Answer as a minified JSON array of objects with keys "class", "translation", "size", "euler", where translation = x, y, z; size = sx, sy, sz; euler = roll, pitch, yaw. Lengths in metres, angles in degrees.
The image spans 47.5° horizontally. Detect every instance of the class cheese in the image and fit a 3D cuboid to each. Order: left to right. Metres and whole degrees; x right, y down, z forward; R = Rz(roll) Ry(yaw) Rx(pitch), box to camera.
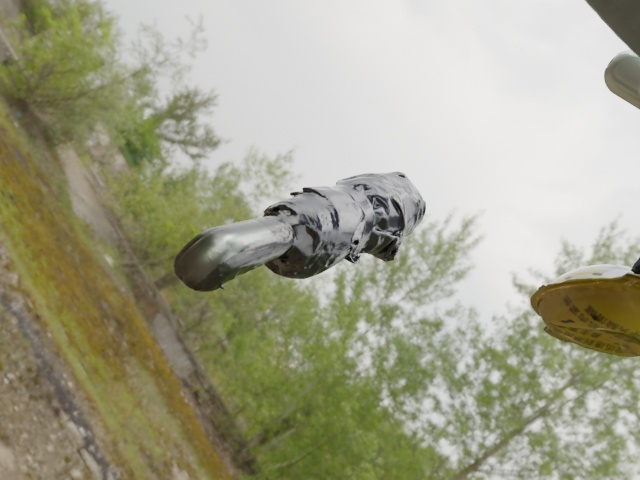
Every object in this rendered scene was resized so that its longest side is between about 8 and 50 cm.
[{"class":"cheese","translation":[0.279,0.053,0.636],"size":[0.156,0.064,0.250],"euler":[16,-22,-6]}]

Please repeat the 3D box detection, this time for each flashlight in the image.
[{"class":"flashlight","translation":[0.443,-0.174,0.919],"size":[0.047,0.093,0.200],"euler":[3,40,-52]}]

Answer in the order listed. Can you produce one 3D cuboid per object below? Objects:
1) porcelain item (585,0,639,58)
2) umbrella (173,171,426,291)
[{"class":"porcelain item","translation":[0.236,-0.187,0.335],"size":[0.405,0.178,0.242],"euler":[40,-20,-17]},{"class":"umbrella","translation":[0.005,-0.005,0.464],"size":[0.071,0.071,0.248],"euler":[58,27,8]}]
